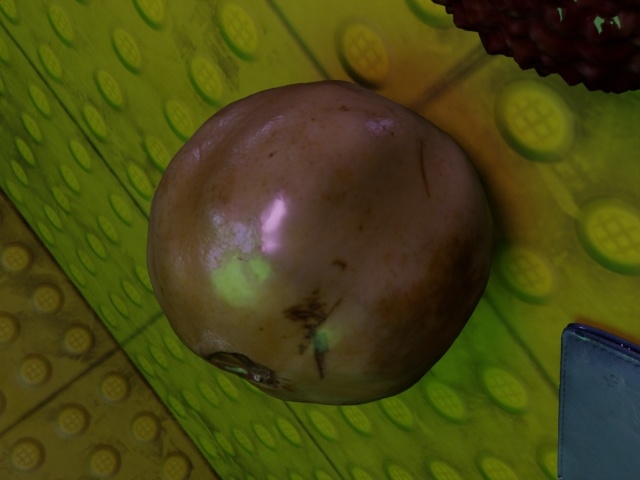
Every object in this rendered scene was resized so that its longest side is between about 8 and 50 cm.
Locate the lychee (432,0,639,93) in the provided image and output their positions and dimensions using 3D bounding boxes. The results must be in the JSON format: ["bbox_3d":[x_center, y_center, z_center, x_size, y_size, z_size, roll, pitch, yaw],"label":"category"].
[{"bbox_3d":[0.157,-0.226,0.405,0.264,0.300,0.264,5,152,3],"label":"lychee"}]

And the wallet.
[{"bbox_3d":[0.364,0.225,0.764,0.290,0.054,0.252,29,138,41],"label":"wallet"}]

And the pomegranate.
[{"bbox_3d":[0.000,0.000,0.774,0.332,0.332,0.333,33,144,28],"label":"pomegranate"}]
